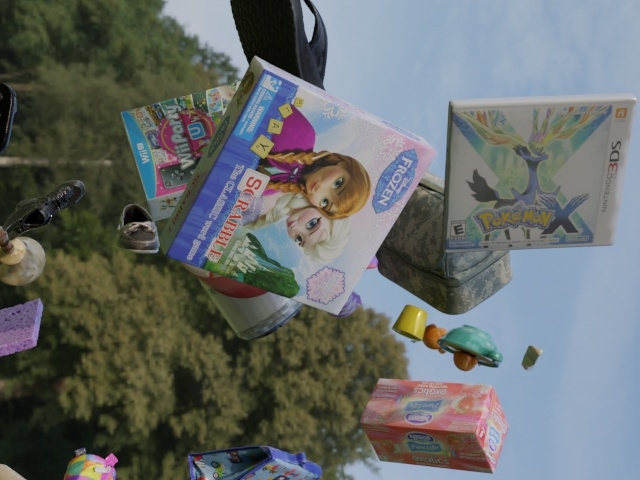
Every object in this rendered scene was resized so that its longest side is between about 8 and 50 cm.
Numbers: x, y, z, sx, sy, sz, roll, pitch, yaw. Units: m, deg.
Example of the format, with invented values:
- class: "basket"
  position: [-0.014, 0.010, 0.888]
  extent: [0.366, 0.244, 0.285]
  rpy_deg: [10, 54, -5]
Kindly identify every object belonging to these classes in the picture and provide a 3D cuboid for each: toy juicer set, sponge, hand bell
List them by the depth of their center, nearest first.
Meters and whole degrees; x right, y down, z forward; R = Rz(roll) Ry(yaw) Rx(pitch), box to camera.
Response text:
- class: "toy juicer set"
  position: [0.322, 0.239, 1.856]
  extent: [0.328, 0.209, 0.090]
  rpy_deg: [15, -105, 34]
- class: "hand bell"
  position: [-0.727, 0.012, 2.062]
  extent: [0.242, 0.126, 0.126]
  rpy_deg: [99, -18, -71]
- class: "sponge"
  position: [-0.770, 0.221, 2.258]
  extent: [0.210, 0.117, 0.031]
  rpy_deg: [-116, -168, -64]

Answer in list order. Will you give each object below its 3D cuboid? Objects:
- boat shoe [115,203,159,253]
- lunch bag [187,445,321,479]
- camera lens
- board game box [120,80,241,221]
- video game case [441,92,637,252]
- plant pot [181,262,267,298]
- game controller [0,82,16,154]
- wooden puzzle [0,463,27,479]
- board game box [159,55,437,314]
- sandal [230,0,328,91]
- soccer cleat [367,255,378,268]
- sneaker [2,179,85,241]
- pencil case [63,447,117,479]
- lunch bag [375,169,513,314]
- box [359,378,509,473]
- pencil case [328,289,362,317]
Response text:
- class: "boat shoe"
  position: [-0.511, -0.034, 2.466]
  extent: [0.335, 0.112, 0.096]
  rpy_deg: [-151, -117, -70]
- class: "lunch bag"
  position: [-0.155, 0.591, 2.280]
  extent: [0.293, 0.221, 0.138]
  rpy_deg: [-26, -128, 24]
- class: "camera lens"
  position: [-0.188, 0.109, 2.371]
  extent: [0.274, 0.219, 0.219]
  rpy_deg: [56, -21, -8]
- class: "board game box"
  position: [-0.236, -0.192, 1.859]
  extent: [0.097, 0.303, 0.224]
  rpy_deg: [94, -23, -64]
- class: "video game case"
  position: [0.390, -0.118, 1.626]
  extent: [0.036, 0.328, 0.300]
  rpy_deg: [-94, -178, -60]
- class: "plant pot"
  position: [-0.217, 0.000, 2.129]
  extent: [0.243, 0.274, 0.275]
  rpy_deg: [27, 57, -77]
- class: "game controller"
  position: [-0.795, -0.256, 1.897]
  extent: [0.067, 0.319, 0.167]
  rpy_deg: [57, 38, -65]
- class: "wooden puzzle"
  position: [-0.673, 0.727, 2.049]
  extent: [0.322, 0.080, 0.348]
  rpy_deg: [29, -75, 16]
- class: "board game box"
  position: [-0.033, -0.069, 1.363]
  extent: [0.319, 0.317, 0.066]
  rpy_deg: [-60, -150, 17]
- class: "sandal"
  position: [-0.050, -0.337, 1.643]
  extent: [0.167, 0.107, 0.446]
  rpy_deg: [14, -48, 40]
- class: "soccer cleat"
  position: [0.000, 0.000, 1.776]
  extent: [0.247, 0.083, 0.095]
  rpy_deg: [13, -89, 22]
- class: "sneaker"
  position: [-0.538, -0.060, 1.750]
  extent: [0.089, 0.170, 0.051]
  rpy_deg: [-130, -160, -57]
- class: "pencil case"
  position: [-0.445, 0.499, 1.656]
  extent: [0.236, 0.104, 0.105]
  rpy_deg: [-90, -170, -59]
- class: "lunch bag"
  position: [0.244, -0.026, 1.917]
  extent: [0.305, 0.212, 0.256]
  rpy_deg: [34, -35, 47]
- class: "box"
  position: [0.265, 0.428, 2.084]
  extent: [0.299, 0.142, 0.154]
  rpy_deg: [-2, -51, 32]
- class: "pencil case"
  position: [0.028, 0.096, 1.962]
  extent: [0.206, 0.088, 0.086]
  rpy_deg: [64, 9, -60]
